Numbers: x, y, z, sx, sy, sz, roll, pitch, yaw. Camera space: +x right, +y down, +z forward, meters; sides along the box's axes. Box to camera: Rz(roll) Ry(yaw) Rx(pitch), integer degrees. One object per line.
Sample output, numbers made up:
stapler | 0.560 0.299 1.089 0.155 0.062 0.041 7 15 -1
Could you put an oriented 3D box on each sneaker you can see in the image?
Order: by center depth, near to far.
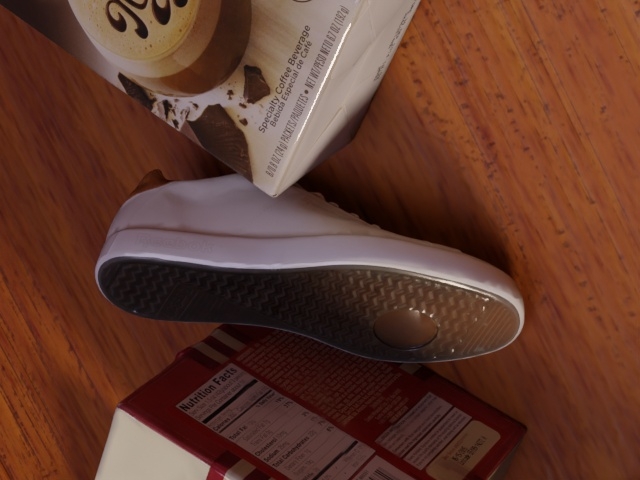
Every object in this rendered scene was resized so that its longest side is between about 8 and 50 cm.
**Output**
sneaker | 0.000 0.000 1.194 0.290 0.123 0.106 10 138 3

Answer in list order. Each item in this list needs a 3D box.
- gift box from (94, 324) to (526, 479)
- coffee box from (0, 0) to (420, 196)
gift box | -0.018 0.232 1.212 0.276 0.255 0.258 33 123 19
coffee box | -0.093 -0.190 1.145 0.297 0.119 0.168 35 126 13
